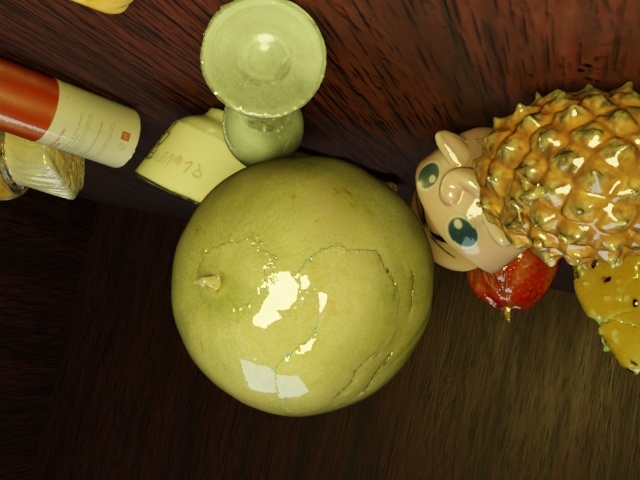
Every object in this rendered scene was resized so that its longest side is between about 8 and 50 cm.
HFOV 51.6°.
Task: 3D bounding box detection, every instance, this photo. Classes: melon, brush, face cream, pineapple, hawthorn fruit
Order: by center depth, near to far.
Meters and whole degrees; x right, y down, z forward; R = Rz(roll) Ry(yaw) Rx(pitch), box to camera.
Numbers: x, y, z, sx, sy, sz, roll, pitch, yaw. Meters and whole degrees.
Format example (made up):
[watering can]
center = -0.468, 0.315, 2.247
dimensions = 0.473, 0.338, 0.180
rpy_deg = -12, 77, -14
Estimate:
[pineapple]
center = 0.225, -0.052, 0.534
dimensions = 0.166, 0.167, 0.193
rpy_deg = 15, 172, -33
[melon]
center = -0.019, 0.044, 0.695
dimensions = 0.268, 0.269, 0.330
rpy_deg = 10, -174, 26
[face cream]
center = -0.374, -0.180, 0.945
dimensions = 0.095, 0.096, 0.214
rpy_deg = 8, 174, 44
[brush]
center = -0.517, -0.173, 1.113
dimensions = 0.166, 0.175, 0.267
rpy_deg = -1, 159, 3
[hawthorn fruit]
center = 0.339, 0.033, 1.191
dimensions = 0.173, 0.179, 0.173
rpy_deg = 27, -159, -11

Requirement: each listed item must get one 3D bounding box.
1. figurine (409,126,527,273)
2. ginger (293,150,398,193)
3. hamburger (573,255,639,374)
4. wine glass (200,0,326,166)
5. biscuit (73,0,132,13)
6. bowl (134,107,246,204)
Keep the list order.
[figurine]
center = 0.200, -0.033, 0.783
dimensions = 0.176, 0.186, 0.287
rpy_deg = 53, -155, 12
[ginger]
center = 0.011, -0.099, 1.092
dimensions = 0.298, 0.065, 0.118
rpy_deg = 14, 162, -28
[hamburger]
center = 0.396, 0.014, 0.673
dimensions = 0.167, 0.288, 0.192
rpy_deg = 10, -138, -44
[wine glass]
center = -0.136, -0.160, 0.651
dimensions = 0.264, 0.096, 0.309
rpy_deg = 18, 176, -4
[biscuit]
center = -0.167, -0.208, 0.423
dimensions = 0.160, 0.030, 0.249
rpy_deg = 15, 175, -33
[bowl]
center = -0.119, -0.097, 0.907
dimensions = 0.237, 0.127, 0.238
rpy_deg = 26, -179, -1
